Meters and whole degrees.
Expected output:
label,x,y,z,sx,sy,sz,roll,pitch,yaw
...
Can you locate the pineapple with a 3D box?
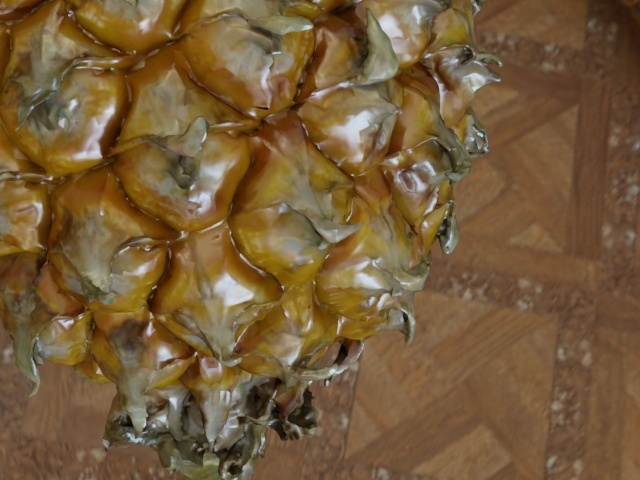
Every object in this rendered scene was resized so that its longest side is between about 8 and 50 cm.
label,x,y,z,sx,sy,sz,roll,pitch,yaw
pineapple,0.000,0.004,0.639,0.344,0.209,0.286,-8,93,-49
